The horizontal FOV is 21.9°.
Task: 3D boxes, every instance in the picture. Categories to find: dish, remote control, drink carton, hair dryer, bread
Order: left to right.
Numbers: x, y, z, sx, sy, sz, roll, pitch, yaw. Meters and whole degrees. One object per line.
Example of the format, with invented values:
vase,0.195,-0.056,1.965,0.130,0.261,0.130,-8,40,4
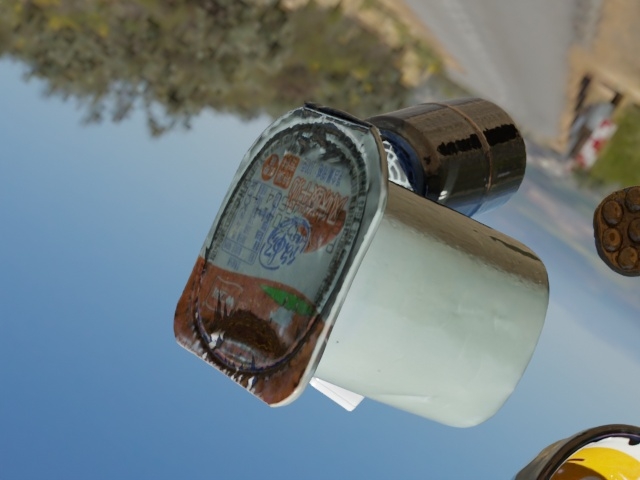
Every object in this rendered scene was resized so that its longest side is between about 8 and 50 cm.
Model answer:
remote control,-0.032,0.111,2.062,0.103,0.034,0.250,39,-170,-46
hair dryer,0.000,0.000,1.437,0.189,0.352,0.107,-16,-106,-59
drink carton,0.043,0.031,1.113,0.190,0.191,0.185,23,179,-28
dish,0.257,0.318,1.617,0.303,0.303,0.120,32,159,-29
bread,0.357,-0.011,1.849,0.110,0.110,0.024,35,174,17
